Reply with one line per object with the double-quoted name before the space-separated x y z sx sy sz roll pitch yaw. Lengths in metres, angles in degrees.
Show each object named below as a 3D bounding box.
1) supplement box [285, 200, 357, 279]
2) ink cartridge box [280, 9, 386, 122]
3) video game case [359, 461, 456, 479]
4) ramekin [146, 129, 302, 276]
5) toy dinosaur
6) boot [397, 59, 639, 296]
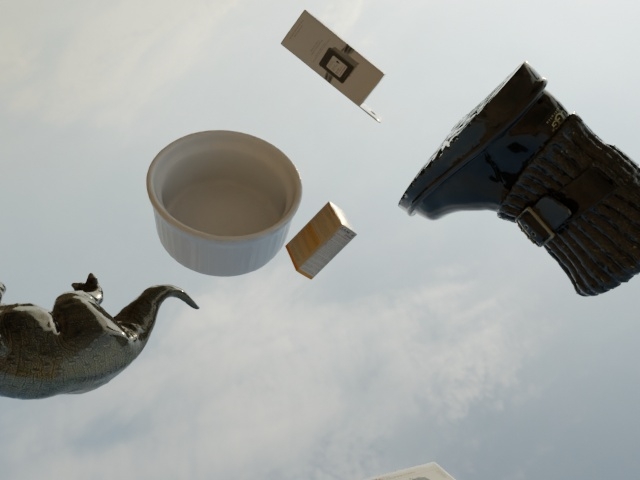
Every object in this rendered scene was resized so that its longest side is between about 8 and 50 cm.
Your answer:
"supplement box" 0.000 0.000 0.950 0.098 0.036 0.062 -45 -141 16
"ink cartridge box" 0.037 -0.253 0.953 0.060 0.180 0.104 -51 -176 16
"video game case" 0.103 0.303 0.737 0.143 0.019 0.157 -7 -173 -17
"ramekin" -0.178 -0.065 1.212 0.277 0.135 0.277 6 -130 -8
"toy dinosaur" -0.238 0.085 0.550 0.160 0.313 0.121 39 -74 45
"boot" 0.255 -0.041 0.820 0.131 0.260 0.348 -49 180 -17
